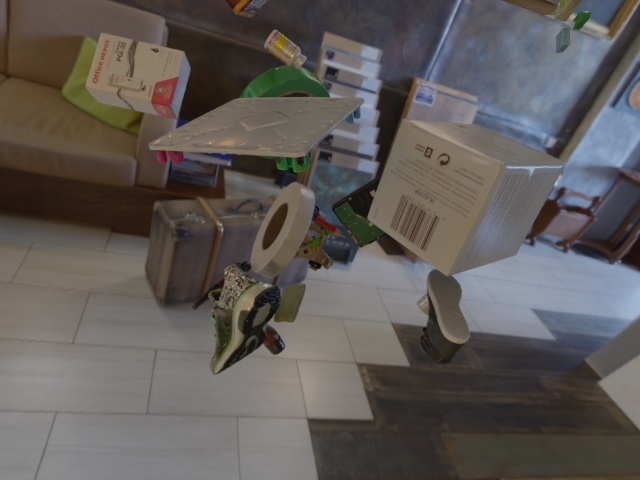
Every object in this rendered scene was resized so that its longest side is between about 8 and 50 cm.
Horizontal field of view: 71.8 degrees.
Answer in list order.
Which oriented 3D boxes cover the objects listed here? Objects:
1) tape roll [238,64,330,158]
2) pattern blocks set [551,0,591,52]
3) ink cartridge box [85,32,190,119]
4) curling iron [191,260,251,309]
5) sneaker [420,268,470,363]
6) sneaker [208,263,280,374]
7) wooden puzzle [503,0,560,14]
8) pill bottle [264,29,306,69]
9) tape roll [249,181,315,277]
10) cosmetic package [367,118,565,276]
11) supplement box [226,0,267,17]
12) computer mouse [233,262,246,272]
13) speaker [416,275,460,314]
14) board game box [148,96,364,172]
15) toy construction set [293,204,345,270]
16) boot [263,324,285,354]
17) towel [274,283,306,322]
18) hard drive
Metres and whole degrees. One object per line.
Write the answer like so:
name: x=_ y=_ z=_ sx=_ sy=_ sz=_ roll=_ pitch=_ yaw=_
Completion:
tape roll: x=-0.120 y=-0.415 z=1.465 sx=0.322 sy=0.321 sz=0.077 roll=-5 pitch=54 yaw=-37
pattern blocks set: x=0.604 y=-0.648 z=1.069 sx=0.026 sy=0.324 sz=0.285 roll=0 pitch=-11 yaw=9
ink cartridge box: x=-0.612 y=-0.552 z=1.500 sx=0.283 sy=0.207 sz=0.117 roll=11 pitch=-9 yaw=-4
curling iron: x=-0.365 y=0.160 z=1.637 sx=0.274 sy=0.035 sz=0.068 roll=-38 pitch=16 yaw=-27
sneaker: x=0.324 y=0.208 z=1.222 sx=0.105 sy=0.146 sz=0.295 roll=15 pitch=35 yaw=-4
sneaker: x=-0.250 y=0.220 z=1.265 sx=0.182 sy=0.410 sz=0.158 roll=45 pitch=38 yaw=22
wooden puzzle: x=0.201 y=-0.390 z=0.617 sx=0.239 sy=0.044 sz=0.221 roll=-11 pitch=43 yaw=-45
pill bottle: x=-0.070 y=-0.387 z=0.904 sx=0.083 sy=0.043 sz=0.043 roll=35 pitch=28 yaw=-12
tape roll: x=-0.152 y=-0.041 z=1.720 sx=0.072 sy=0.392 sz=0.392 roll=26 pitch=27 yaw=-22
cosmetic package: x=0.418 y=-0.142 z=1.298 sx=0.394 sy=0.327 sz=0.329 roll=-10 pitch=37 yaw=-42
supplement box: x=-0.268 y=-0.947 z=1.581 sx=0.194 sy=0.191 sz=0.129 roll=54 pitch=25 yaw=-8
computer mouse: x=-0.295 y=0.191 z=1.448 sx=0.041 sy=0.241 sz=0.071 roll=5 pitch=-11 yaw=39
speaker: x=0.358 y=0.165 z=1.351 sx=0.055 sy=0.136 sz=0.055 roll=37 pitch=19 yaw=-15
board game box: x=-0.135 y=-0.269 z=1.069 sx=0.391 sy=0.050 sz=0.390 roll=8 pitch=35 yaw=22
toy construction set: x=0.000 y=0.000 z=1.760 sx=0.237 sy=0.257 sz=0.309 roll=32 pitch=-17 yaw=-22
boot: x=-0.271 y=0.277 z=1.632 sx=0.096 sy=0.280 sz=0.264 roll=-37 pitch=24 yaw=-15
towel: x=-0.107 y=0.221 z=1.566 sx=0.027 sy=0.110 sz=0.148 roll=37 pitch=59 yaw=-34
hard drive: x=0.251 y=-0.141 z=1.919 sx=0.236 sy=0.339 sz=0.064 roll=53 pitch=18 yaw=-16
